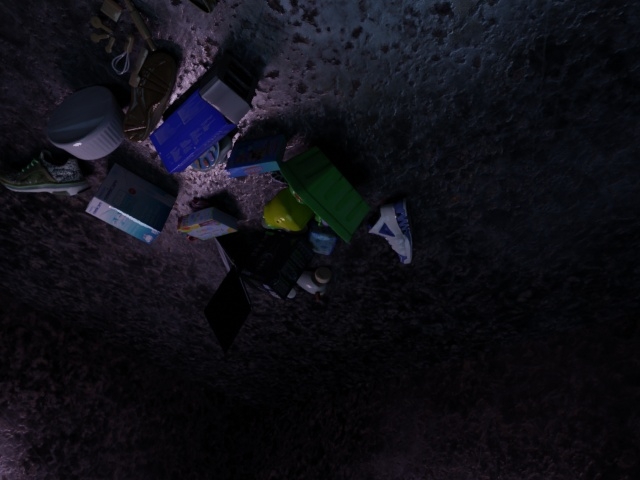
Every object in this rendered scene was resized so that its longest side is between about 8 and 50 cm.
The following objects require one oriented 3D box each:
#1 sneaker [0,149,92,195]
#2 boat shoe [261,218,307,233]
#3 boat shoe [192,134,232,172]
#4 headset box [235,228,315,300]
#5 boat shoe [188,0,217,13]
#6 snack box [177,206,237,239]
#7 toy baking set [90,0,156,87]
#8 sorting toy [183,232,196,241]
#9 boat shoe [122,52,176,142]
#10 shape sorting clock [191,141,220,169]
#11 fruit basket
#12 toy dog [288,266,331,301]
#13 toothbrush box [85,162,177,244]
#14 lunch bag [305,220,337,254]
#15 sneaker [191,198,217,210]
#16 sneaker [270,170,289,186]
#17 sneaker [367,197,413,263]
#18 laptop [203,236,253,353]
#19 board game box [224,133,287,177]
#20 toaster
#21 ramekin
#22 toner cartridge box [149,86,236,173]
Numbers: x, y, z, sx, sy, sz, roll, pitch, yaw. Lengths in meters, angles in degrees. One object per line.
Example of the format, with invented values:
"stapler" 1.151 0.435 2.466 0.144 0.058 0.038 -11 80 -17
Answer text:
"sneaker" -1.184 -0.303 2.005 0.411 0.158 0.181 5 109 8
"boat shoe" -0.162 -0.074 2.115 0.206 0.075 0.065 8 -177 -7
"boat shoe" -0.409 -0.336 1.835 0.228 0.079 0.081 -27 153 33
"headset box" -0.195 0.095 2.097 0.247 0.283 0.131 14 152 46
"boat shoe" -0.389 -0.732 1.352 0.190 0.072 0.068 30 136 -22
"snack box" -0.509 -0.074 2.116 0.207 0.070 0.174 -12 159 25
"toy baking set" -0.624 -0.638 1.499 0.197 0.030 0.256 -20 114 24
"sorting toy" -0.627 -0.043 2.246 0.061 0.042 0.101 -5 128 -7
"boat shoe" -0.592 -0.505 1.636 0.122 0.110 0.341 33 118 -10
"shape sorting clock" -0.468 -0.366 1.769 0.207 0.040 0.206 11 114 26
"fruit basket" -0.051 -0.133 1.794 0.393 0.282 0.391 -16 134 -18
"toy dog" -0.106 0.225 2.361 0.334 0.160 0.220 -4 138 16
"toothbrush box" -0.804 -0.156 2.005 0.296 0.216 0.126 32 134 -23
"lunch bag" 0.000 0.000 2.126 0.129 0.096 0.151 14 130 -6
"sneaker" -0.522 -0.160 2.083 0.120 0.047 0.057 2 128 6
"sneaker" -0.125 -0.231 1.902 0.170 0.068 0.071 20 145 -14
"sneaker" 0.299 -0.048 2.005 0.183 0.127 0.315 -2 132 19
"laptop" -0.482 0.244 2.229 0.237 0.408 0.381 -29 142 -18
"board game box" -0.239 -0.316 1.749 0.211 0.160 0.047 -6 138 18
"toaster" -0.303 -0.503 1.537 0.110 0.167 0.186 -30 127 34
"ramekin" -0.823 -0.411 1.679 0.273 0.272 0.127 -4 150 16
"toner cartridge box" -0.462 -0.398 1.685 0.348 0.075 0.165 -28 88 33
